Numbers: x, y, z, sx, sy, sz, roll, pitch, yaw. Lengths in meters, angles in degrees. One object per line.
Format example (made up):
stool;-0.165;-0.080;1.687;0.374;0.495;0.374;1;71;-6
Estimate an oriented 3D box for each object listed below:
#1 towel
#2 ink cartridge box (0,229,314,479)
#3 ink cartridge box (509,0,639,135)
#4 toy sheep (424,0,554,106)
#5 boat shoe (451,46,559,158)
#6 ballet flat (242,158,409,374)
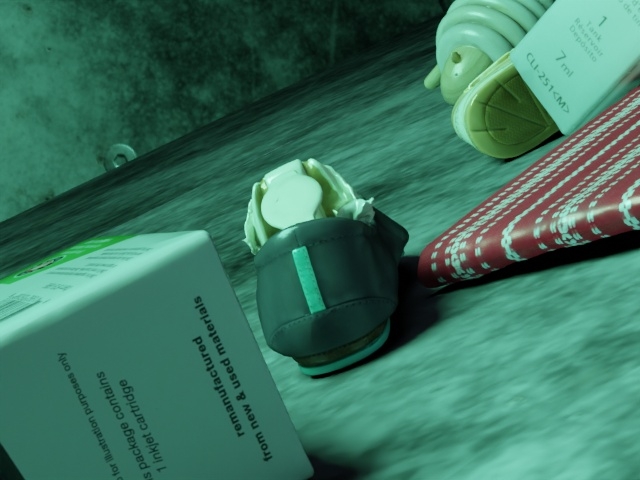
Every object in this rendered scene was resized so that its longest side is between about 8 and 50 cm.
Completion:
towel;0.187;-0.051;0.669;0.275;0.031;0.199;-18;13;48
ink cartridge box;-0.129;0.078;0.551;0.208;0.087;0.153;-26;9;-18
ink cartridge box;0.252;-0.171;0.839;0.275;0.060;0.239;-26;-13;-30
toy sheep;0.123;-0.137;1.191;0.091;0.091;0.132;-15;31;49
boat shoe;0.147;-0.103;0.985;0.170;0.063;0.059;-27;15;-13
ballet flat;0.000;0.000;0.737;0.074;0.074;0.203;-24;8;4
